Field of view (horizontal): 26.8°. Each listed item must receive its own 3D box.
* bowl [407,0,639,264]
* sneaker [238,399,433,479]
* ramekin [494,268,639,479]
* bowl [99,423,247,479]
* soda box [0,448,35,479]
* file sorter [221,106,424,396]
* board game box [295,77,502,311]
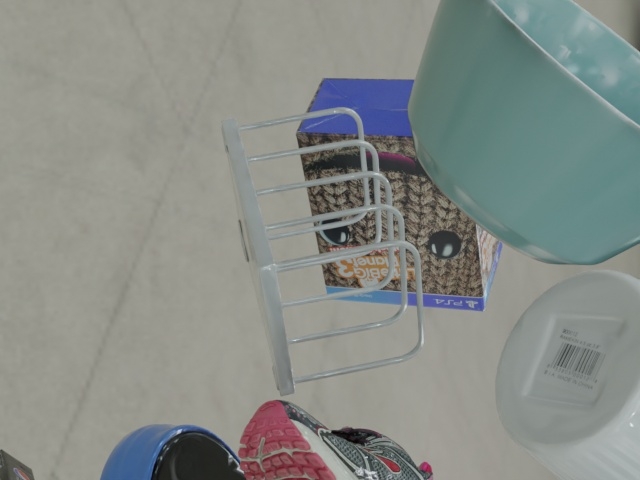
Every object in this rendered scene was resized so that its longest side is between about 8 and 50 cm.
[{"bbox_3d":[0.197,-0.097,1.168,0.311,0.163,0.311,32,24,-16],"label":"bowl"},{"bbox_3d":[0.020,0.239,1.417,0.299,0.120,0.112,45,52,-45],"label":"sneaker"},{"bbox_3d":[0.345,0.170,1.636,0.135,0.277,0.277,32,52,-33],"label":"ramekin"},{"bbox_3d":[-0.168,0.438,1.848,0.391,0.077,0.391,52,27,-41],"label":"bowl"},{"bbox_3d":[-0.417,0.349,1.810,0.060,0.053,0.169,41,0,-24],"label":"soda box"},{"bbox_3d":[0.000,0.000,1.541,0.278,0.173,0.193,-108,-171,-50],"label":"file sorter"},{"bbox_3d":[0.114,-0.063,1.831,0.141,0.232,0.291,-66,153,-47],"label":"board game box"}]
